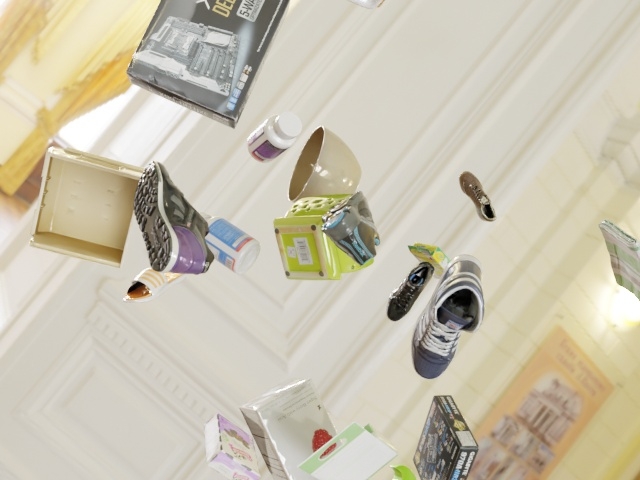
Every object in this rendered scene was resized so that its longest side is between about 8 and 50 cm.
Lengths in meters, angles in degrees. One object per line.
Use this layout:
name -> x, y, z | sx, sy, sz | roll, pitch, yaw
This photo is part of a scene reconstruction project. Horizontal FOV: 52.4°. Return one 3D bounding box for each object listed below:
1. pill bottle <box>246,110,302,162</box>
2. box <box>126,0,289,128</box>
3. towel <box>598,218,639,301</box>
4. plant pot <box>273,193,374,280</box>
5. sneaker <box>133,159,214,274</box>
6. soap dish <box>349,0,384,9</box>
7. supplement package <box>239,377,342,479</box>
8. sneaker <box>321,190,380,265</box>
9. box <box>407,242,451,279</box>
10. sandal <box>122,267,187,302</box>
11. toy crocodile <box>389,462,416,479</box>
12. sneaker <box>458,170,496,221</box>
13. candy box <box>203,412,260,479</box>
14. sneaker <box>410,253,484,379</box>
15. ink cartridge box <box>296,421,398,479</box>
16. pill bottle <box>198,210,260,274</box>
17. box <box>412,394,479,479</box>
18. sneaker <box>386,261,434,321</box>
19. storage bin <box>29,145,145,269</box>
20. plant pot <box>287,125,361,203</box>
pill bottle -> -0.137, -0.316, 1.972 | 0.108, 0.108, 0.193 | 40, -31, -16
box -> -0.231, -0.426, 1.376 | 0.242, 0.307, 0.076 | 24, -10, -5
towel -> 0.563, 0.044, 1.200 | 0.113, 0.023, 0.152 | -110, 175, -64
plant pot -> 0.000, 0.000, 1.924 | 0.227, 0.207, 0.228 | -1, -71, 36
sneaker -> -0.299, -0.040, 1.344 | 0.124, 0.107, 0.283 | 13, 43, -40
soap dish -> 0.084, -0.600, 1.243 | 0.229, 0.118, 0.291 | 18, -27, -18
supplement package -> -0.062, 0.540, 1.753 | 0.293, 0.177, 0.175 | 64, -25, 0
sneaker -> 0.083, -0.030, 1.680 | 0.139, 0.125, 0.341 | 52, 16, -8
box -> 0.360, 0.064, 2.060 | 0.179, 0.043, 0.105 | 41, -17, -33
sandal -> -0.491, 0.112, 1.914 | 0.102, 0.076, 0.265 | -2, 16, 22
toy crocodile -> 0.126, 0.733, 1.697 | 0.105, 0.340, 0.115 | 48, -10, -7
sneaker -> 0.516, -0.143, 2.098 | 0.188, 0.066, 0.071 | 55, -7, -17
candy box -> -0.279, 0.658, 2.037 | 0.165, 0.070, 0.196 | 43, 6, -23
sneaker -> 0.243, 0.176, 1.272 | 0.099, 0.282, 0.153 | 18, 21, 3
ink cartridge box -> 0.059, 0.496, 1.517 | 0.235, 0.171, 0.056 | 48, 4, -41
pill bottle -> -0.306, 0.000, 2.031 | 0.221, 0.124, 0.124 | 33, -4, 18
box -> 0.294, 0.511, 1.556 | 0.051, 0.220, 0.175 | 4, 26, -15
sneaker -> 0.262, 0.151, 1.964 | 0.079, 0.217, 0.121 | 35, 4, 12
storage bin -> -0.623, -0.093, 1.742 | 0.260, 0.262, 0.123 | 15, 16, -12
plant pot -> 0.031, -0.234, 2.283 | 0.191, 0.284, 0.284 | 21, 4, -18
